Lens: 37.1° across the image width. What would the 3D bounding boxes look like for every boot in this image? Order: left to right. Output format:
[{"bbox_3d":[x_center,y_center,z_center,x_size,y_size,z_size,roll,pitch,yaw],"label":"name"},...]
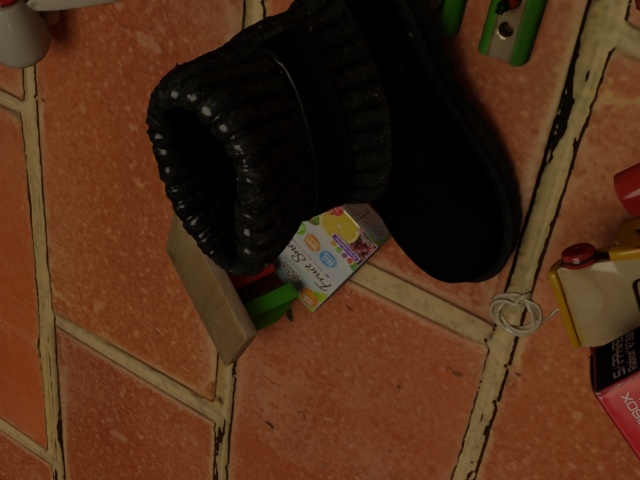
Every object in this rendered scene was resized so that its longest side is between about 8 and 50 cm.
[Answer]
[{"bbox_3d":[0.022,-0.041,0.788,0.131,0.260,0.348,-3,127,44],"label":"boot"}]

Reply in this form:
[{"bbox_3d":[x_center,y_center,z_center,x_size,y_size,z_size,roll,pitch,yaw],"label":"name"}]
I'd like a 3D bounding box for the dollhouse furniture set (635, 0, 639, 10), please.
[{"bbox_3d":[0.330,-0.138,0.513,0.374,0.201,0.152,23,154,33],"label":"dollhouse furniture set"}]

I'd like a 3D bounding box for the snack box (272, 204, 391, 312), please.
[{"bbox_3d":[0.000,0.000,1.006,0.100,0.037,0.141,48,135,5],"label":"snack box"}]

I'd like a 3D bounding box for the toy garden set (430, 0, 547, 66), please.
[{"bbox_3d":[0.077,-0.272,0.770,0.244,0.049,0.204,28,130,21],"label":"toy garden set"}]

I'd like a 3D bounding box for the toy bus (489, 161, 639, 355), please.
[{"bbox_3d":[0.273,0.028,0.767,0.202,0.104,0.191,33,127,11],"label":"toy bus"}]

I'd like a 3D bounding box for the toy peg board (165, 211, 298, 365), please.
[{"bbox_3d":[-0.098,0.040,1.067,0.161,0.079,0.161,62,160,10],"label":"toy peg board"}]

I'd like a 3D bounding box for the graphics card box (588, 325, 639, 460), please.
[{"bbox_3d":[0.400,0.094,0.631,0.371,0.094,0.233,-33,93,21],"label":"graphics card box"}]

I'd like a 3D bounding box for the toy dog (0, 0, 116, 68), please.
[{"bbox_3d":[-0.289,-0.334,0.976,0.220,0.161,0.333,53,150,-6],"label":"toy dog"}]
